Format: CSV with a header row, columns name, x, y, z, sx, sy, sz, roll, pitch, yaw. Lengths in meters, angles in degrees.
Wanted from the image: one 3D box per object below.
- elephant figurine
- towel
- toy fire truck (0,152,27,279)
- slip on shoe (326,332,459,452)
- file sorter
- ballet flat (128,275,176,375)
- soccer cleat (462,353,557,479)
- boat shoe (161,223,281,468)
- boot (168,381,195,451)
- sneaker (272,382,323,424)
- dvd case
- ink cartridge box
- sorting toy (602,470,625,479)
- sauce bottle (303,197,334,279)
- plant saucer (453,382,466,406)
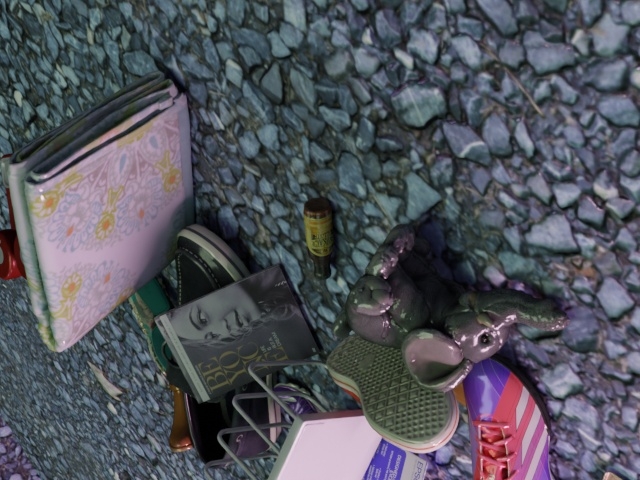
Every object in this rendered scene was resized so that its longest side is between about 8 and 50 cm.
name,x,y,z,sx,sy,sz,roll,pitch,yaw
elephant figurine,0.156,0.104,1.273,0.239,0.169,0.186,33,172,5
towel,-0.332,-0.046,1.583,0.090,0.320,0.375,28,138,25
toy fire truck,-0.541,-0.060,1.992,0.302,0.169,0.254,-1,99,50
slip on shoe,0.108,0.215,1.398,0.101,0.123,0.331,50,171,-19
file sorter,-0.056,0.341,1.588,0.173,0.192,0.278,39,114,39
ballet flat,-0.298,0.158,1.912,0.077,0.091,0.241,102,146,-65
soccer cleat,0.244,0.296,1.337,0.108,0.116,0.318,4,122,43
boat shoe,-0.182,0.202,1.758,0.186,0.156,0.500,26,136,39
boot,-0.263,0.297,1.928,0.072,0.197,0.152,-9,111,5
sneaker,-0.027,0.313,1.734,0.170,0.071,0.068,44,145,17
dvd case,-0.133,0.152,1.632,0.018,0.221,0.165,-89,-25,-74
ink cartridge box,0.081,0.402,1.616,0.208,0.045,0.206,23,104,42
sorting toy,0.385,0.335,1.295,0.062,0.012,0.083,28,135,27
sauce bottle,0.000,0.000,1.461,0.042,0.042,0.128,26,139,36
plant saucer,0.200,0.200,1.408,0.083,0.013,0.083,32,141,31
